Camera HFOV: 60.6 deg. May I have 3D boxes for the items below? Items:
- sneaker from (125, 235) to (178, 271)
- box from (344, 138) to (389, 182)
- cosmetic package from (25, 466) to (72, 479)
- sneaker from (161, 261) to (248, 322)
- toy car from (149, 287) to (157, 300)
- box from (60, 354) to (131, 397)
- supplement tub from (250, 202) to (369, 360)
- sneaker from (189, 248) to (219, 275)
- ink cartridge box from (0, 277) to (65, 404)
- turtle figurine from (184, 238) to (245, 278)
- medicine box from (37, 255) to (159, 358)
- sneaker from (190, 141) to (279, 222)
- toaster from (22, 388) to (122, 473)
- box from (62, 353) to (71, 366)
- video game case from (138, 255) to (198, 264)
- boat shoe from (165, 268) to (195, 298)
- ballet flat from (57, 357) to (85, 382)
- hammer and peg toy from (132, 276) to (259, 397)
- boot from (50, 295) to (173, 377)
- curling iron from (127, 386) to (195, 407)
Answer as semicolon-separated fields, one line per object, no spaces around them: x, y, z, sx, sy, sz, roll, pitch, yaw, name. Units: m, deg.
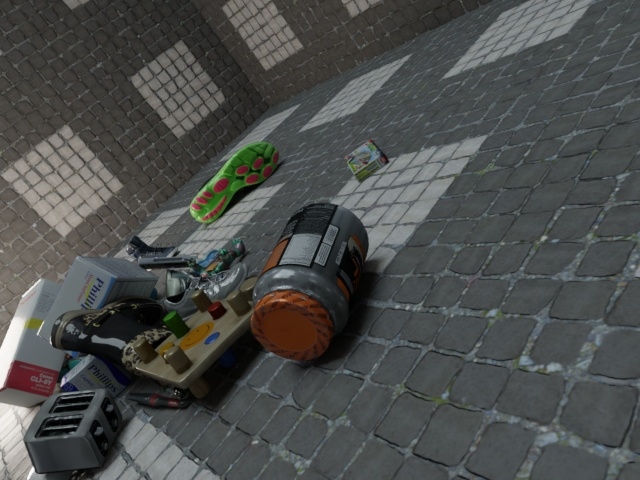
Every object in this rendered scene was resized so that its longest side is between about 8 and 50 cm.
-0.743;0.039;2.384;0.226;0.163;0.086;-25;23;27;sneaker
0.144;-0.258;1.754;0.114;0.036;0.207;-35;21;8;box
-0.638;0.587;1.236;0.099;0.060;0.239;-35;21;12;cosmetic package
-0.332;0.144;1.578;0.281;0.115;0.105;-35;21;6;sneaker
-0.703;0.250;1.915;0.210;0.219;0.238;-32;51;13;toy car
-0.623;0.389;1.527;0.137;0.126;0.072;-43;20;-11;box
-0.019;0.077;1.114;0.194;0.193;0.316;-24;25;31;supplement tub
-0.377;0.085;1.863;0.063;0.073;0.162;-63;-9;29;sneaker
-0.997;0.362;1.912;0.279;0.160;0.384;-26;48;43;ink cartridge box
-0.335;0.077;1.724;0.175;0.118;0.234;-10;16;24;turtle figurine
-0.673;0.197;1.692;0.263;0.149;0.289;-63;-10;0;medicine box
-0.402;-0.284;2.471;0.483;0.185;0.202;-38;25;-4;sneaker
-0.581;0.446;1.282;0.186;0.110;0.168;-6;24;2;toaster
-1.071;0.518;2.085;0.159;0.044;0.233;-17;29;43;box
-0.534;0.079;1.922;0.193;0.023;0.212;-2;-8;-16;video game case
-0.462;0.159;1.829;0.099;0.116;0.319;1;1;-21;boat shoe
-0.838;0.433;1.873;0.188;0.070;0.070;-23;25;26;ballet flat
-0.240;0.191;1.274;0.361;0.127;0.266;-43;23;-32;hammer and peg toy
-0.492;0.258;1.501;0.284;0.138;0.377;14;4;22;boot
-0.383;0.372;1.308;0.274;0.035;0.068;-18;24;39;curling iron
